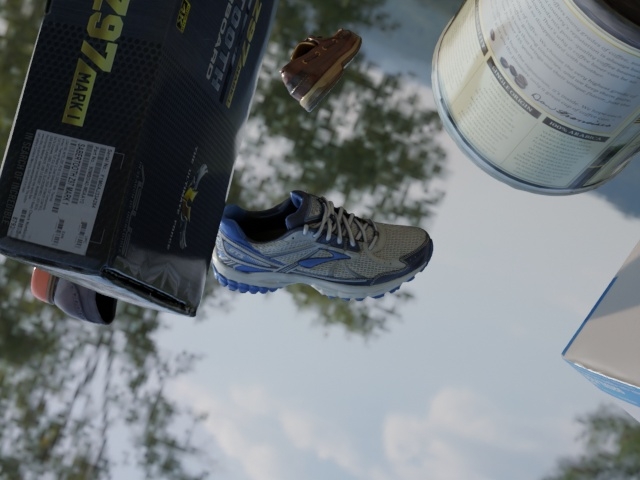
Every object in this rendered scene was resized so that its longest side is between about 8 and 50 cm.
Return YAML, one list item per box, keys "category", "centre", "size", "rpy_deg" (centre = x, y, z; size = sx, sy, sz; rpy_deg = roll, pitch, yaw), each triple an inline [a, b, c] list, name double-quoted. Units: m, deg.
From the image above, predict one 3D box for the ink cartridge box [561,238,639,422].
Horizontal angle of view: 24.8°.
- category: "ink cartridge box"
  centre: [0.368, 0.111, 1.247]
  size: [0.232, 0.171, 0.168]
  rpy_deg: [39, 172, -21]

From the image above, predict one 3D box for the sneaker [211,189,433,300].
- category: "sneaker"
  centre: [0.000, 0.000, 0.871]
  size: [0.135, 0.058, 0.052]
  rpy_deg: [-2, -142, 3]

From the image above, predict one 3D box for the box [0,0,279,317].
- category: "box"
  centre: [-0.072, -0.088, 0.676]
  size: [0.059, 0.233, 0.183]
  rpy_deg: [14, 173, 8]

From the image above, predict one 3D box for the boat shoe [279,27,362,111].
- category: "boat shoe"
  centre: [0.000, -0.210, 1.670]
  size: [0.060, 0.064, 0.178]
  rpy_deg: [40, -149, -6]

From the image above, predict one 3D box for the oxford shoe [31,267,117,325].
- category: "oxford shoe"
  centre: [-0.220, -0.026, 1.510]
  size: [0.098, 0.271, 0.097]
  rpy_deg: [31, -140, 11]

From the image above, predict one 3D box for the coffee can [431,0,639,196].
- category: "coffee can"
  centre: [0.221, -0.176, 1.143]
  size: [0.201, 0.201, 0.275]
  rpy_deg: [20, 156, -6]
